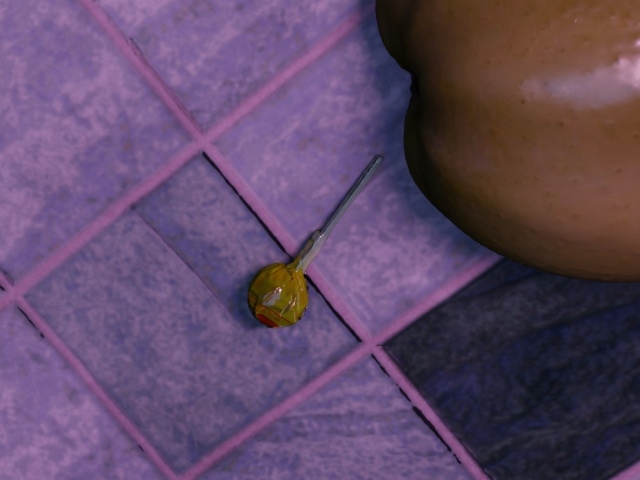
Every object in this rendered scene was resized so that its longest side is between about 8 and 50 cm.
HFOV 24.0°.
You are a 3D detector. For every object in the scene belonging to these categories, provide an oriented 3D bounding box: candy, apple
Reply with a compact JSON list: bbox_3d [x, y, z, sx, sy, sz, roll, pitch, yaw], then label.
[{"bbox_3d":[0.000,0.000,1.395,0.194,0.062,0.058,-53,49,10],"label":"candy"},{"bbox_3d":[0.235,-0.135,1.270,0.360,0.312,0.320,-7,65,3],"label":"apple"}]
